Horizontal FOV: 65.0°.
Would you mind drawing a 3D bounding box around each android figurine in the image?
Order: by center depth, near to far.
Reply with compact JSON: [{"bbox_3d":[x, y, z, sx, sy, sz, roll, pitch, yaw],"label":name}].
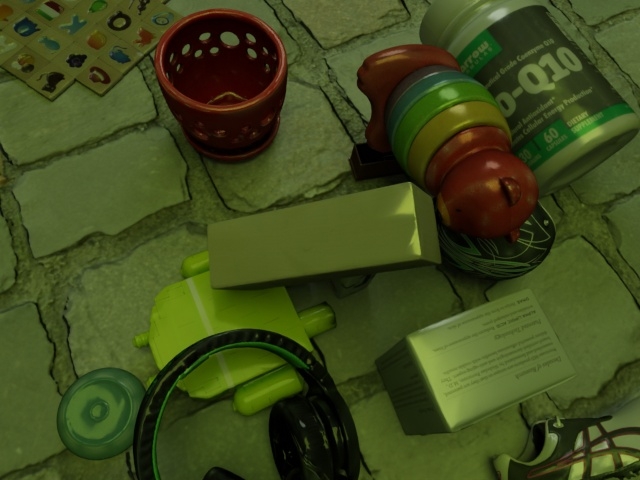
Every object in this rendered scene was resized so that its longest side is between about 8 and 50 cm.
[{"bbox_3d":[-0.122,0.120,0.715,0.273,0.056,0.248,-23,72,-17],"label":"android figurine"}]

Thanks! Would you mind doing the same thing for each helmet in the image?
[{"bbox_3d":[0.257,-0.019,0.760,0.169,0.169,0.161,0,52,-6],"label":"helmet"}]

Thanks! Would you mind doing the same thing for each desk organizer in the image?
[{"bbox_3d":[0.119,-0.142,0.855,0.130,0.050,0.047,-10,69,-10],"label":"desk organizer"}]

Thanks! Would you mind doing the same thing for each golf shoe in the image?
[{"bbox_3d":[0.364,0.275,0.682,0.273,0.105,0.120,-30,67,-18],"label":"golf shoe"}]

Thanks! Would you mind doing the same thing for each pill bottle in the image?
[{"bbox_3d":[0.332,-0.265,0.848,0.204,0.204,0.361,-24,72,-15],"label":"pill bottle"}]

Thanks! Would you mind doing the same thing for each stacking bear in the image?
[{"bbox_3d":[0.178,-0.121,0.674,0.164,0.175,0.289,-20,51,-2],"label":"stacking bear"}]

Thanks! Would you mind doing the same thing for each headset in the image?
[{"bbox_3d":[-0.035,0.284,0.576,0.243,0.185,0.394,-39,97,-27],"label":"headset"}]

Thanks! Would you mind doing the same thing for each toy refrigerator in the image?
[{"bbox_3d":[0.000,0.000,0.622,0.270,0.102,0.094,-11,80,25],"label":"toy refrigerator"}]

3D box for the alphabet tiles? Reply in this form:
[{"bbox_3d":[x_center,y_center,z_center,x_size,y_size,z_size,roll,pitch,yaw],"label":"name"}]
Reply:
[{"bbox_3d":[-0.435,-0.411,0.929,0.285,0.011,0.342,33,68,7],"label":"alphabet tiles"}]

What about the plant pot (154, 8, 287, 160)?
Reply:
[{"bbox_3d":[-0.150,-0.231,0.795,0.191,0.174,0.191,3,67,-6],"label":"plant pot"}]

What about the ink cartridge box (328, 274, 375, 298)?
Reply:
[{"bbox_3d":[0.040,0.015,0.735,0.056,0.135,0.099,-22,72,-18],"label":"ink cartridge box"}]

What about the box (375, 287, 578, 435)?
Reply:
[{"bbox_3d":[0.190,0.167,0.662,0.182,0.181,0.119,-18,71,-14],"label":"box"}]

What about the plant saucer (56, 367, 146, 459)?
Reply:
[{"bbox_3d":[-0.292,0.228,0.670,0.119,0.021,0.119,2,68,-5],"label":"plant saucer"}]
